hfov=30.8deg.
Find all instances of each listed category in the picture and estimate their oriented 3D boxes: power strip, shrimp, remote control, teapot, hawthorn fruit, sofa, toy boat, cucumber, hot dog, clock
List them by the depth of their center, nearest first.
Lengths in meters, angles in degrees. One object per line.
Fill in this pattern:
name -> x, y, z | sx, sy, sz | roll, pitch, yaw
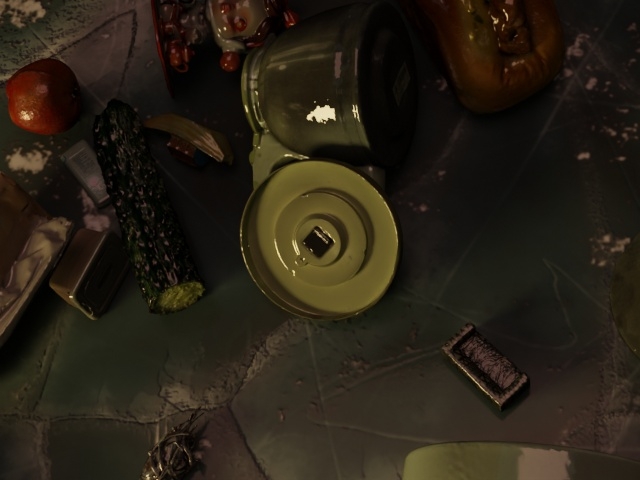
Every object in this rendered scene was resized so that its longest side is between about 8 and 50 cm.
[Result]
power strip -> 0.262, 0.341, 1.328 | 0.357, 0.357, 0.162 | 5, 68, 12
sofa -> 0.225, 0.171, 1.583 | 0.060, 0.039, 0.118 | -41, 66, -10
shrimp -> -0.203, 0.300, 1.591 | 0.065, 0.056, 0.165 | 25, 81, 36
clock -> 0.000, 0.000, 1.630 | 0.234, 0.029, 0.235 | 5, 106, 18
teapot -> 0.014, -0.184, 1.723 | 0.239, 0.322, 0.239 | -1, 25, 26
cucumber -> -0.272, -0.063, 1.738 | 0.096, 0.096, 0.359 | -24, 67, -2
hot dog -> 0.208, -0.400, 1.750 | 0.185, 0.223, 0.405 | -27, 63, 0
toy boat -> -0.209, -0.156, 1.800 | 0.172, 0.065, 0.066 | 25, 95, 24
remote control -> -0.360, -0.106, 1.825 | 0.053, 0.018, 0.124 | -38, 65, -9
hawthorn fruit -> -0.439, -0.225, 1.844 | 0.128, 0.128, 0.128 | -4, 65, 8

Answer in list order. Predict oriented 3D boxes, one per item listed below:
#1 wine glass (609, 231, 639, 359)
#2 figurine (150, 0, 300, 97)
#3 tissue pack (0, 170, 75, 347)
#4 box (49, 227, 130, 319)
wine glass -> 0.497, -0.010, 1.419 | 0.267, 0.406, 0.267 | -5, 62, 9
figurine -> -0.146, -0.351, 1.839 | 0.226, 0.160, 0.184 | -9, 65, -3
tissue pack -> -0.495, 0.067, 1.646 | 0.238, 0.238, 0.306 | 24, 72, 19
box -> -0.340, 0.045, 1.717 | 0.062, 0.089, 0.122 | 17, 69, 27
